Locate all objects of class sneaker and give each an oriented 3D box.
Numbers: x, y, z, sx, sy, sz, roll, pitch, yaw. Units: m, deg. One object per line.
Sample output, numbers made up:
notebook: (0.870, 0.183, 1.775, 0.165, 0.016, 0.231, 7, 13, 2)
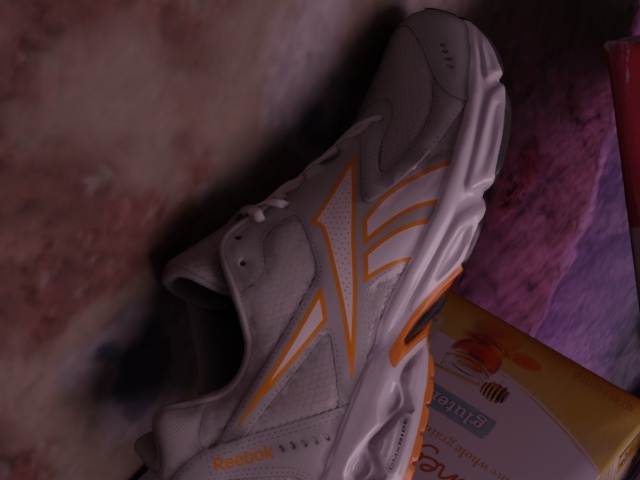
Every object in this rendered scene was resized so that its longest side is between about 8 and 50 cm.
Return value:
sneaker: (0.000, 0.000, 0.582, 0.099, 0.121, 0.262, 133, -25, -66)

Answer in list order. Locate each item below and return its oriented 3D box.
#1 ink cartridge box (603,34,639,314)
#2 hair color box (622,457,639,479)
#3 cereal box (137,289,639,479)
ink cartridge box: (0.266, 0.072, 0.740, 0.279, 0.160, 0.385, -20, 101, -75)
hair color box: (0.411, 0.167, 1.273, 0.339, 0.110, 0.185, -39, 156, -31)
cereal box: (0.021, 0.125, 0.629, 0.240, 0.173, 0.047, -43, 149, -30)
